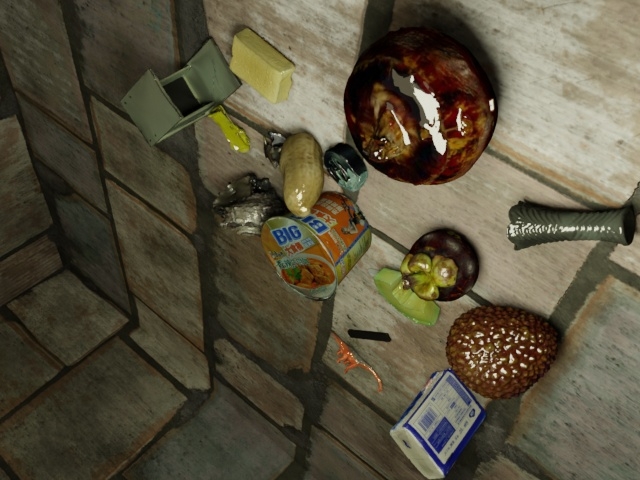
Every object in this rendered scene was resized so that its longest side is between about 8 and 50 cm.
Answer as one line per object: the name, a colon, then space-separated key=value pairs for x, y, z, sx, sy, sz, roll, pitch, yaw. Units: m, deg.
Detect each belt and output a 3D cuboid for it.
belt: x=0.067 y=-0.200 z=1.687 sx=0.140 sy=0.058 sz=0.105 roll=50 pitch=149 yaw=-1

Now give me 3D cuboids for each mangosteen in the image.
mangosteen: x=0.291 y=0.078 z=1.560 sx=0.192 sy=0.217 sz=0.192 roll=31 pitch=137 yaw=34

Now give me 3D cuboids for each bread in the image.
bread: x=-0.159 y=-0.472 z=1.677 sx=0.188 sy=0.068 sz=0.125 roll=40 pitch=144 yaw=13

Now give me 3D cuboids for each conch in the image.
conch: x=-0.229 y=-0.089 z=1.973 sx=0.313 sy=0.241 sz=0.186 roll=38 pitch=132 yaw=39

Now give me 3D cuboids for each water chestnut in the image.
water chestnut: x=0.188 y=-0.262 z=1.278 sx=0.350 sy=0.302 sz=0.350 roll=34 pitch=146 yaw=27

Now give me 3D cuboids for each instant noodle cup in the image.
instant noodle cup: x=0.000 y=0.000 z=1.812 sx=0.296 sy=0.214 sz=0.296 roll=29 pitch=141 yaw=27

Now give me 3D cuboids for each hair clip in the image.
hair clip: x=-0.282 y=-0.342 z=1.922 sx=0.072 sy=0.046 sz=0.173 roll=-19 pitch=131 yaw=29

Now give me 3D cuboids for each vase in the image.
vase: x=0.528 y=-0.029 z=1.300 sx=0.237 sy=0.115 sz=0.115 roll=3 pitch=124 yaw=44

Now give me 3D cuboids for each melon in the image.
melon: x=0.248 y=0.161 z=1.797 sx=0.209 sy=0.064 sz=0.118 roll=45 pitch=158 yaw=-13

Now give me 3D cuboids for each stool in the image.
stool: x=-0.421 y=-0.439 z=1.843 sx=0.270 sy=0.243 sz=0.170 roll=-19 pitch=108 yaw=54

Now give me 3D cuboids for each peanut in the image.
peanut: x=-0.051 y=-0.183 z=1.693 sx=0.137 sy=0.122 sz=0.253 roll=124 pitch=148 yaw=-47

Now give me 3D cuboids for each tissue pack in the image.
tissue pack: x=0.359 y=0.559 z=1.889 sx=0.209 sy=0.270 sz=0.137 roll=51 pitch=147 yaw=-7

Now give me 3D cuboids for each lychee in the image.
lychee: x=0.463 y=0.273 z=1.546 sx=0.271 sy=0.271 sz=0.271 roll=29 pitch=140 yaw=27

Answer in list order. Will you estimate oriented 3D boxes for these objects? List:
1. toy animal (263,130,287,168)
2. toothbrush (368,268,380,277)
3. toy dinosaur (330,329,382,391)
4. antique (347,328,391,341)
toy animal: x=-0.144 y=-0.266 z=1.843 sx=0.202 sy=0.070 sz=0.105 roll=-168 pitch=83 yaw=-69
toothbrush: x=0.254 y=0.120 z=1.813 sx=0.286 sy=0.020 sz=0.025 roll=11 pitch=139 yaw=43
toy dinosaur: x=0.120 y=0.443 z=2.233 sx=0.101 sy=0.055 sz=0.279 roll=-39 pitch=88 yaw=33
antique: x=0.166 y=0.326 z=2.108 sx=0.192 sy=0.015 sz=0.031 roll=-4 pitch=118 yaw=49
